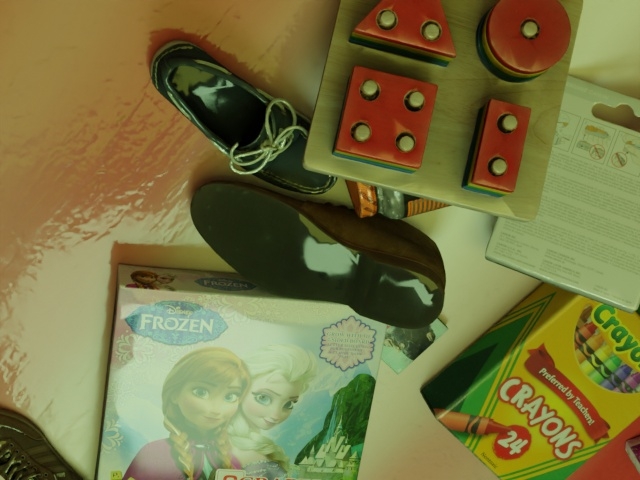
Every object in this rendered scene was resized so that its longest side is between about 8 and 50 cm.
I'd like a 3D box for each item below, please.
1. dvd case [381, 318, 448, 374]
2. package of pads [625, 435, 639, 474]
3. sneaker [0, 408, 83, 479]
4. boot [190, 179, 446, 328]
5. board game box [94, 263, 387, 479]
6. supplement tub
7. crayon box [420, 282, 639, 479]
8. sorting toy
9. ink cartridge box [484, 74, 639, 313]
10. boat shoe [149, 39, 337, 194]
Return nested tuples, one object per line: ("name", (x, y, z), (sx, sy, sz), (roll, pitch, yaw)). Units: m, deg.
("dvd case", (0.087, 0.099, 1.660), (0.087, 0.013, 0.119), (-42, 113, 7))
("package of pads", (0.436, 0.289, 1.780), (0.050, 0.083, 0.032), (-20, 121, 0))
("sneaker", (-0.340, 0.270, 1.606), (0.066, 0.071, 0.188), (-43, 115, 7))
("boot", (0.000, 0.000, 1.561), (0.305, 0.115, 0.112), (23, 124, -3))
("board game box", (-0.100, 0.195, 1.624), (0.318, 0.066, 0.318), (4, 112, -12))
("supplement tub", (0.124, -0.092, 1.529), (0.190, 0.117, 0.117), (-14, 115, -6))
("crayon box", (0.310, 0.159, 1.698), (0.318, 0.081, 0.202), (-43, 114, 7))
("sorting toy", (0.135, -0.174, 1.431), (0.257, 0.089, 0.255), (13, 85, -4))
("ink cartridge box", (0.319, -0.054, 1.591), (0.189, 0.066, 0.232), (21, 87, 9))
("boat shoe", (-0.075, -0.126, 1.491), (0.095, 0.079, 0.254), (-46, 115, 7))
